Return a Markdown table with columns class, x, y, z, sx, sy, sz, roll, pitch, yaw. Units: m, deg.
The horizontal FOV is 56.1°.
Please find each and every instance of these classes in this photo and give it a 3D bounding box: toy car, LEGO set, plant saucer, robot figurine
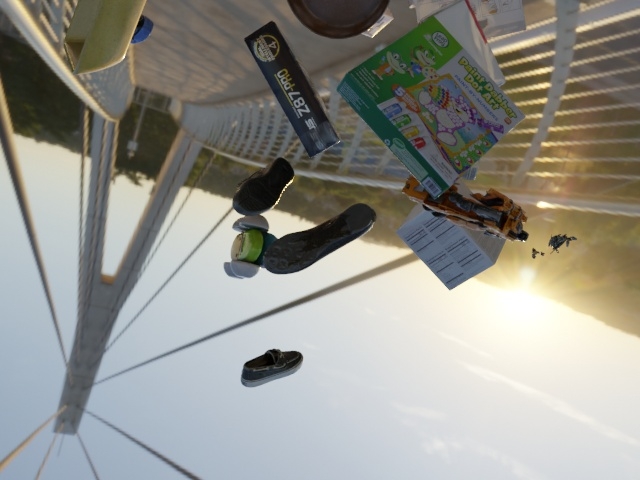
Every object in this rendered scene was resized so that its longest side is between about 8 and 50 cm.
| class | x | y | z | sx | sy | sz | roll | pitch | yaw |
| --- | --- | --- | --- | --- | --- | --- | --- | --- | --- |
| toy car | -0.161 | 0.024 | 1.524 | 0.136 | 0.159 | 0.182 | 16 | 169 | -20 |
| LEGO set | 0.420 | 0.005 | 1.092 | 0.023 | 0.083 | 0.054 | 56 | -165 | -15 |
| plant saucer | -0.386 | -0.485 | 1.140 | 0.080 | 0.333 | 0.333 | 17 | -163 | -32 |
| plant saucer | 0.049 | -0.698 | 1.593 | 0.310 | 0.311 | 0.050 | 17 | -151 | 11 |
| robot figurine | 0.336 | -0.077 | 1.368 | 0.211 | 0.085 | 0.291 | 25 | 178 | -44 |

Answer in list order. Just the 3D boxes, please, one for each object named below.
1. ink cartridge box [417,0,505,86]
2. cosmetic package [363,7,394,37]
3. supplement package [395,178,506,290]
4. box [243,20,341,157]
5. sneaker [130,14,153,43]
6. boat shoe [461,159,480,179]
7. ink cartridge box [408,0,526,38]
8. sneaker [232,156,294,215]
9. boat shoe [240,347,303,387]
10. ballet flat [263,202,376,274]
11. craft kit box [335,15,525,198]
| class | x | y | z | sx | sy | sz | roll | pitch | yaw |
| --- | --- | --- | --- | --- | --- | --- | --- | --- | --- |
| ink cartridge box | 0.308 | -0.415 | 1.414 | 0.117 | 0.207 | 0.283 | -27 | -176 | 5 |
| cosmetic package | 0.122 | -0.694 | 1.836 | 0.099 | 0.061 | 0.239 | -36 | 164 | 32 |
| supplement package | 0.422 | -0.025 | 1.921 | 0.263 | 0.198 | 0.199 | 47 | -138 | -3 |
| box | -0.055 | -0.382 | 1.575 | 0.318 | 0.097 | 0.395 | 59 | -172 | -8 |
| sneaker | -0.556 | -0.601 | 1.646 | 0.232 | 0.082 | 0.090 | 19 | 175 | 36 |
| boat shoe | 0.362 | -0.232 | 1.536 | 0.081 | 0.079 | 0.228 | 12 | -144 | 5 |
| ink cartridge box | 0.386 | -0.666 | 1.616 | 0.296 | 0.261 | 0.066 | -12 | -165 | 0 |
| sneaker | -0.154 | -0.103 | 1.398 | 0.087 | 0.130 | 0.227 | 47 | -144 | -11 |
| boat shoe | -0.129 | 0.346 | 1.696 | 0.077 | 0.070 | 0.219 | 24 | -153 | 37 |
| ballet flat | 0.000 | 0.000 | 1.209 | 0.084 | 0.249 | 0.058 | 64 | -169 | 16 |
| craft kit box | 0.194 | -0.234 | 1.025 | 0.250 | 0.246 | 0.061 | 48 | 147 | 2 |
